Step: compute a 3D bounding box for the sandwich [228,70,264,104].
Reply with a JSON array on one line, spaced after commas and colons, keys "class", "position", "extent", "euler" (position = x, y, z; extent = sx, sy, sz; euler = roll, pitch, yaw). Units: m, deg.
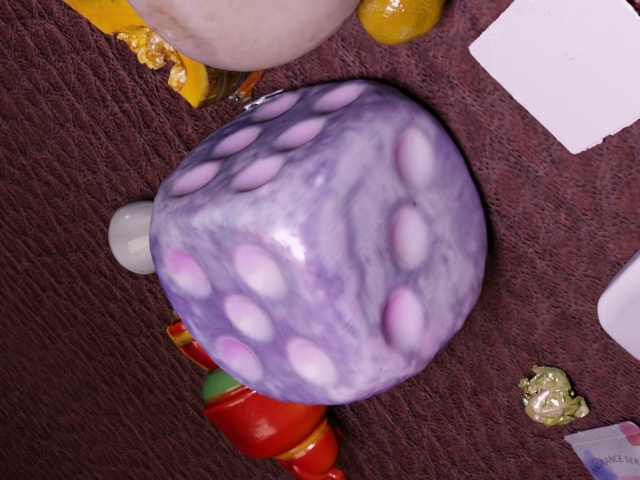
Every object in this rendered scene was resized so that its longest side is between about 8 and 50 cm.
[{"class": "sandwich", "position": [-0.100, -0.208, 1.381], "extent": [0.069, 0.026, 0.101], "euler": [42, 145, 6]}]

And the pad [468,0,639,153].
[{"class": "pad", "position": [0.229, -0.160, 1.060], "extent": [0.156, 0.004, 0.232], "euler": [44, 161, -3]}]

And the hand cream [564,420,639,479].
[{"class": "hand cream", "position": [0.428, 0.362, 1.419], "extent": [0.341, 0.078, 0.124], "euler": [53, 146, -5]}]

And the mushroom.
[{"class": "mushroom", "position": [-0.088, -0.316, 1.058], "extent": [0.290, 0.292, 0.292], "euler": [39, 152, 46]}]

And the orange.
[{"class": "orange", "position": [0.076, -0.231, 1.126], "extent": [0.085, 0.085, 0.095], "euler": [43, 143, 1]}]

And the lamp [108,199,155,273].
[{"class": "lamp", "position": [-0.223, -0.016, 1.658], "extent": [0.193, 0.106, 0.106], "euler": [-18, 113, 43]}]

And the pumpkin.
[{"class": "pumpkin", "position": [-0.169, -0.271, 1.289], "extent": [0.248, 0.131, 0.126], "euler": [36, 145, 16]}]

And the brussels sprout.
[{"class": "brussels sprout", "position": [0.269, 0.192, 1.408], "extent": [0.085, 0.058, 0.085], "euler": [46, 159, 23]}]

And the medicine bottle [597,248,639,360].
[{"class": "medicine bottle", "position": [0.357, 0.050, 1.149], "extent": [0.119, 0.069, 0.183], "euler": [39, 147, 9]}]

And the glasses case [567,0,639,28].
[{"class": "glasses case", "position": [0.285, -0.217, 0.951], "extent": [0.194, 0.049, 0.073], "euler": [-2, 130, 53]}]

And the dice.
[{"class": "dice", "position": [0.000, 0.000, 1.282], "extent": [0.270, 0.270, 0.271], "euler": [-2, 125, 46]}]

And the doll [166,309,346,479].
[{"class": "doll", "position": [-0.081, 0.226, 1.709], "extent": [0.363, 0.160, 0.182], "euler": [50, 138, -10]}]
